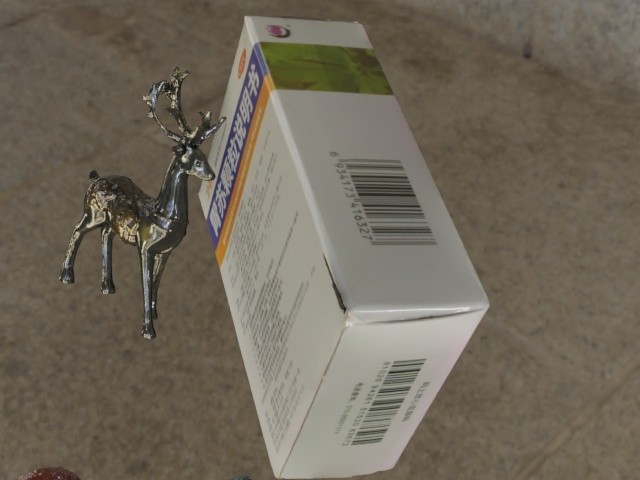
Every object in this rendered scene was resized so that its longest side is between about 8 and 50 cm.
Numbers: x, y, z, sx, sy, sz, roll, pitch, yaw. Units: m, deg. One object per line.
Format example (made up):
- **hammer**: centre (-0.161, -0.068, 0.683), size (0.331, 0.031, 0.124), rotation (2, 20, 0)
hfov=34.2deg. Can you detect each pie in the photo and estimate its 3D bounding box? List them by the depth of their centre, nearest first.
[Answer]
- **pie**: centre (-0.410, 0.382, 1.492), size (0.154, 0.154, 0.036), rotation (-19, 51, -25)

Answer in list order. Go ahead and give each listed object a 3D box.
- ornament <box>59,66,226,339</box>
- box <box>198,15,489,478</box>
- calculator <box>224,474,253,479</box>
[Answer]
- **ornament**: centre (-0.084, -0.023, 0.486), size (0.073, 0.125, 0.028), rotation (30, 24, 32)
- **box**: centre (0.000, 0.000, 0.790), size (0.106, 0.200, 0.299), rotation (0, 48, -21)
- **calculator**: centre (-0.108, 0.381, 1.297), size (0.057, 0.172, 0.018), rotation (1, 4, -45)
